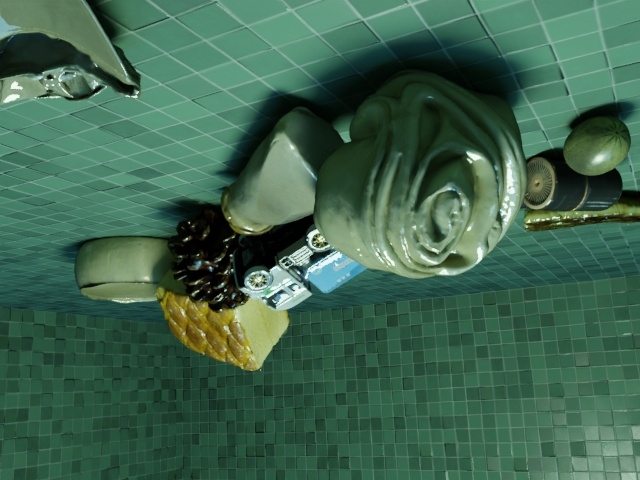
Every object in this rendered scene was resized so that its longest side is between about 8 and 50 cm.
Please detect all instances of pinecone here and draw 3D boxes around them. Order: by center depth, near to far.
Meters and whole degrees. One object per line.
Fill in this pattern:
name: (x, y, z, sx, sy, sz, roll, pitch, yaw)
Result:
pinecone: (-0.247, 0.037, 1.582, 0.257, 0.243, 0.243, 39, 147, -24)

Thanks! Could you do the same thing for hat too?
hat: (-0.319, -0.233, 0.740, 0.214, 0.149, 0.245, -8, 129, 1)

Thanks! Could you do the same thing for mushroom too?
mushroom: (-0.064, -0.104, 1.181, 0.154, 0.138, 0.407, 18, 163, -17)

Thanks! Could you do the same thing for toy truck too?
toy truck: (0.000, 0.000, 1.367, 0.367, 0.146, 0.175, -32, 128, 14)

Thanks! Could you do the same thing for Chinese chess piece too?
Chinese chess piece: (-0.530, 0.087, 1.921, 0.338, 0.141, 0.338, -3, 165, -1)

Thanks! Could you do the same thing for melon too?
melon: (0.469, -0.161, 1.135, 0.098, 0.098, 0.131, -2, 164, -4)

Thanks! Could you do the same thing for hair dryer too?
hair dryer: (0.458, -0.100, 1.453, 0.189, 0.107, 0.352, 1, 175, -23)

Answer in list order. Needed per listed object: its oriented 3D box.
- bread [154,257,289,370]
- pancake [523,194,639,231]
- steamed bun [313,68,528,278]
bread: (-0.262, 0.178, 1.809, 0.279, 0.207, 0.279, 16, 142, 24)
pancake: (0.712, -0.069, 1.713, 0.426, 0.067, 0.305, -4, 175, 3)
steamed bun: (0.171, -0.063, 0.984, 0.324, 0.219, 0.310, 12, 120, -34)
